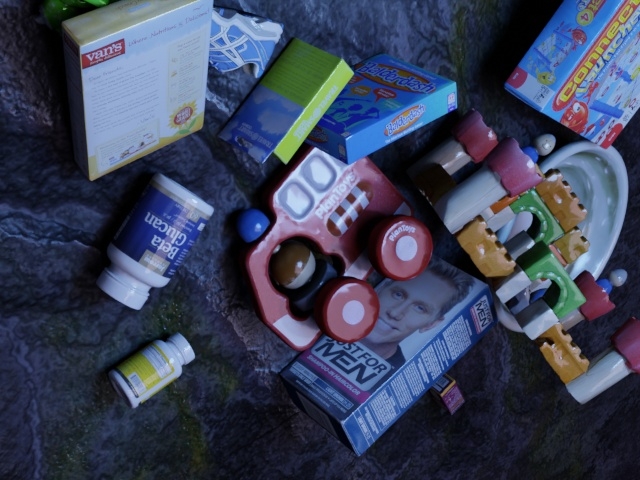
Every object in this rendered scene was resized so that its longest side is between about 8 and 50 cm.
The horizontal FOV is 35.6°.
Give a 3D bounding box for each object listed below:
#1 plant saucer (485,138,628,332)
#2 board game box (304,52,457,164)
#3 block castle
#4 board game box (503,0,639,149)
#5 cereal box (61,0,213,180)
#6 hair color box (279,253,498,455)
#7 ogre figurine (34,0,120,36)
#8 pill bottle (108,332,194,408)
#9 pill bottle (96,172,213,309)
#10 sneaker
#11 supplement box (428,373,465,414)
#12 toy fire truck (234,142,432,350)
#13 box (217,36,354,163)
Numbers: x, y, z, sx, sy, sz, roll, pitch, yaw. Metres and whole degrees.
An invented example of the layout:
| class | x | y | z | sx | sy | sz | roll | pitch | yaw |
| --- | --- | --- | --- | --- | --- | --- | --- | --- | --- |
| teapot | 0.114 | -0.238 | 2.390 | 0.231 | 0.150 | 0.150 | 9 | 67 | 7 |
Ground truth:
| class | x | y | z | sx | sy | sz | roll | pitch | yaw |
| --- | --- | --- | --- | --- | --- | --- | --- | --- | --- |
| plant saucer | 0.435 | -0.019 | 1.935 | 0.400 | 0.100 | 0.400 | -23 | 128 | -33 |
| board game box | 0.066 | -0.194 | 1.435 | 0.210 | 0.160 | 0.047 | -30 | 131 | -29 |
| block castle | 0.359 | 0.010 | 1.617 | 0.213 | 0.303 | 0.453 | -37 | 108 | 6 |
| board game box | 0.488 | -0.326 | 1.670 | 0.302 | 0.086 | 0.308 | 12 | 117 | -54 |
| cereal box | -0.215 | -0.190 | 1.184 | 0.173 | 0.047 | 0.240 | -29 | 155 | -26 |
| hair color box | 0.119 | 0.181 | 1.699 | 0.347 | 0.174 | 0.105 | -41 | 134 | -19 |
| ogre figurine | -0.240 | -0.288 | 1.130 | 0.118 | 0.096 | 0.197 | 13 | 145 | -43 |
| pill bottle | -0.241 | 0.184 | 1.440 | 0.116 | 0.065 | 0.065 | -34 | 133 | -24 |
| pill bottle | -0.224 | 0.003 | 1.326 | 0.094 | 0.094 | 0.169 | 32 | 90 | -48 |
| sneaker | -0.134 | -0.258 | 1.266 | 0.211 | 0.080 | 0.081 | 4 | 108 | -43 |
| supplement box | 0.245 | 0.298 | 1.979 | 0.043 | 0.055 | 0.083 | -44 | 136 | -13 |
| toy fire truck | 0.000 | 0.000 | 1.513 | 0.302 | 0.169 | 0.254 | -49 | 114 | -11 |
| box | -0.048 | -0.186 | 1.369 | 0.178 | 0.109 | 0.042 | -53 | 140 | -5 |
